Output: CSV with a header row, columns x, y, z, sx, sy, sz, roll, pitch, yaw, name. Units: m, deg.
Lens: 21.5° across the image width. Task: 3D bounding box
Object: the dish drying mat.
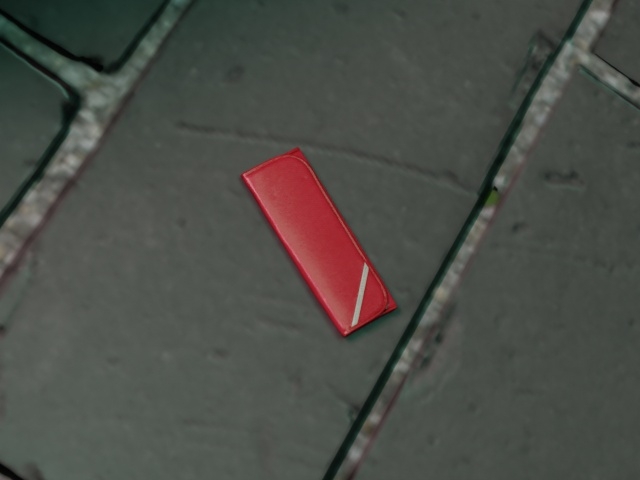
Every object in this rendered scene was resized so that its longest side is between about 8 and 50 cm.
x,y,z,sx,sy,sz,roll,pitch,yaw,name
0.000,0.000,0.726,0.032,0.008,0.083,-28,81,-27,dish drying mat
